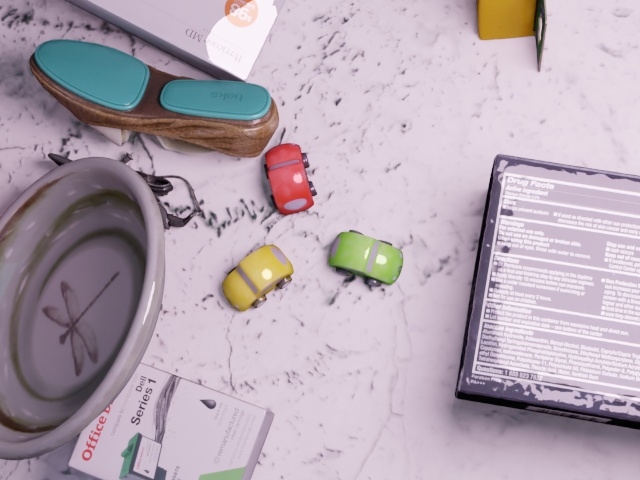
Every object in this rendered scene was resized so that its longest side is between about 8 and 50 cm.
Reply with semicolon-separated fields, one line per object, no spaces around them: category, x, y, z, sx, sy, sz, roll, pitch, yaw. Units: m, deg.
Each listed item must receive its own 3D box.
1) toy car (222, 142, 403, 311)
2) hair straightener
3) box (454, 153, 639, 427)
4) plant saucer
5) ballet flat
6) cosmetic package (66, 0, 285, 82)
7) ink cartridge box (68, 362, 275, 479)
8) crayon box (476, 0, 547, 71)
toy car;0.000;0.000;1.783;0.225;0.053;0.239;17;82;9
hair straightener;-0.265;-0.079;1.829;0.230;0.047;0.089;17;82;9
box;0.335;0.072;1.668;0.296;0.183;0.294;10;82;6
plant saucer;-0.316;0.092;1.721;0.400;0.100;0.400;-21;57;35
ballet flat;-0.223;-0.174;1.808;0.342;0.124;0.116;11;50;4
cosmetic package;-0.211;-0.415;1.796;0.377;0.097;0.284;26;87;-12
ink cartridge box;-0.191;0.256;1.734;0.219;0.092;0.160;19;81;9
crayon box;0.239;-0.399;1.757;0.083;0.203;0.322;-4;79;6
